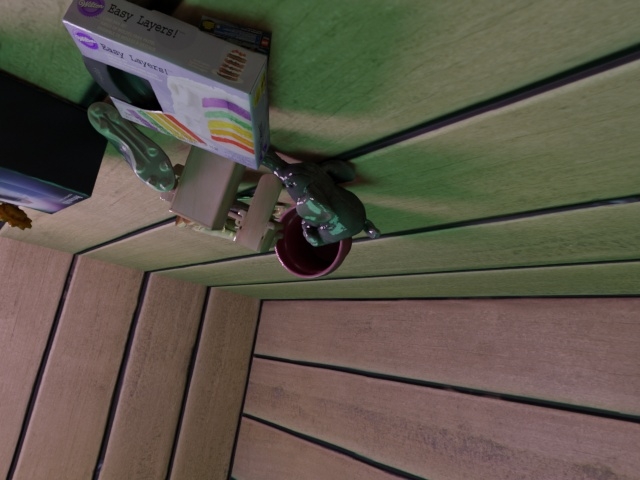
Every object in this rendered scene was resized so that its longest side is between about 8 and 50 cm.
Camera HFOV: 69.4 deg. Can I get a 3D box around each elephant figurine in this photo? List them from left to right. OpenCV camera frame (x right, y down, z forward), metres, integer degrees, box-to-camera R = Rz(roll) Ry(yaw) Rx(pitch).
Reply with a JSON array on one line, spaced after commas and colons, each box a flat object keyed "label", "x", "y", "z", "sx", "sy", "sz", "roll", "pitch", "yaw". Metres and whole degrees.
[{"label": "elephant figurine", "x": -0.005, "y": -0.100, "z": 0.979, "sx": 0.186, "sy": 0.169, "sz": 0.239, "roll": -22, "pitch": 143, "yaw": 5}]

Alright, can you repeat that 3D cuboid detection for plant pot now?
[{"label": "plant pot", "x": 0.000, "y": 0.000, "z": 1.276, "sx": 0.202, "sy": 0.201, "sz": 0.180, "roll": 3, "pitch": 180, "yaw": 23}]

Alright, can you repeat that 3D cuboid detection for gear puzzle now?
[{"label": "gear puzzle", "x": -0.790, "y": -0.150, "z": 1.061, "sx": 0.339, "sy": 0.044, "sz": 0.175, "roll": 46, "pitch": -173, "yaw": 4}]

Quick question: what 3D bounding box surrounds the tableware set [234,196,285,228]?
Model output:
[{"label": "tableware set", "x": -0.172, "y": -0.072, "z": 1.325, "sx": 0.141, "sy": 0.020, "sz": 0.168, "roll": 4, "pitch": 149, "yaw": -10}]

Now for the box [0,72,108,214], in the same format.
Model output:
[{"label": "box", "x": -0.631, "y": -0.189, "z": 0.929, "sx": 0.294, "sy": 0.182, "sz": 0.296, "roll": 20, "pitch": 162, "yaw": -40}]

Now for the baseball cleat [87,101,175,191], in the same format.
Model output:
[{"label": "baseball cleat", "x": -0.359, "y": -0.184, "z": 0.904, "sx": 0.205, "sy": 0.072, "sz": 0.109, "roll": 53, "pitch": 173, "yaw": -17}]

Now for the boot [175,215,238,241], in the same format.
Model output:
[{"label": "boot", "x": -0.307, "y": -0.060, "z": 1.381, "sx": 0.204, "sy": 0.095, "sz": 0.262, "roll": 17, "pitch": 165, "yaw": -27}]

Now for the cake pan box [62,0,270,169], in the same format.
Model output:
[{"label": "cake pan box", "x": -0.206, "y": -0.223, "z": 0.683, "sx": 0.267, "sy": 0.070, "sz": 0.245, "roll": 22, "pitch": 163, "yaw": -1}]

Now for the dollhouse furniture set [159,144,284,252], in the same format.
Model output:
[{"label": "dollhouse furniture set", "x": -0.161, "y": -0.116, "z": 1.053, "sx": 0.303, "sy": 0.173, "sz": 0.355, "roll": 25, "pitch": -171, "yaw": 14}]

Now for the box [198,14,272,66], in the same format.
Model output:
[{"label": "box", "x": -0.122, "y": -0.257, "z": 0.665, "sx": 0.094, "sy": 0.027, "sz": 0.137, "roll": 12, "pitch": 165, "yaw": -7}]
